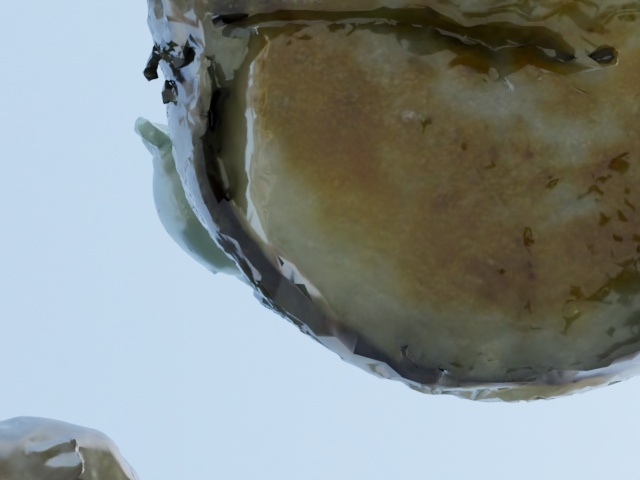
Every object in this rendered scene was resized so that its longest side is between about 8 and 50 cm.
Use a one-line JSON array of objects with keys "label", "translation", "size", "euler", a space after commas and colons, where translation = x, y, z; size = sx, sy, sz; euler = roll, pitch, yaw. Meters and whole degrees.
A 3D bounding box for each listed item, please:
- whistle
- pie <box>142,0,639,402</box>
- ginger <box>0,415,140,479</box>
[{"label": "whistle", "translation": [0.000, 0.000, 1.013], "size": [0.244, 0.110, 0.092], "euler": [33, -92, -25]}, {"label": "pie", "translation": [0.074, -0.102, 0.796], "size": [0.339, 0.077, 0.339], "euler": [-1, -93, 9]}, {"label": "ginger", "translation": [-0.239, 0.218, 1.030], "size": [0.375, 0.256, 0.176], "euler": [-24, -100, -44]}]
